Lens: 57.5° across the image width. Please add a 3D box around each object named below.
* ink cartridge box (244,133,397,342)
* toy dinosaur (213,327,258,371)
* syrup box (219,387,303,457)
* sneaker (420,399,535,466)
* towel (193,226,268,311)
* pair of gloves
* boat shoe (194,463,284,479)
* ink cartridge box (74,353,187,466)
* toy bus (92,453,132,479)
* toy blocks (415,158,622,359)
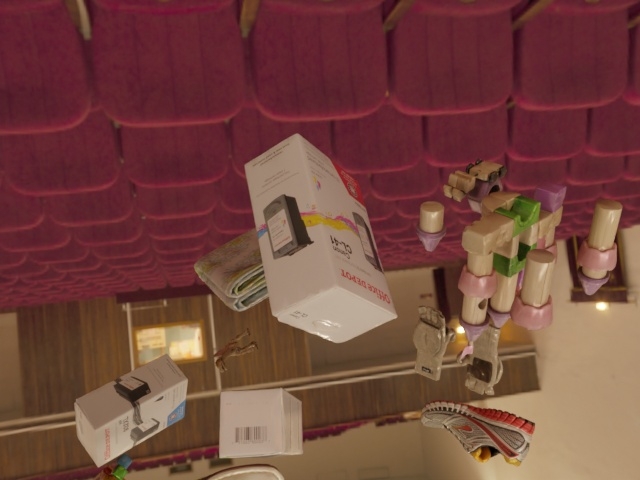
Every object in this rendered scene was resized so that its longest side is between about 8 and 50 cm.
[{"bbox_3d":[0.000,0.000,1.028,0.131,0.306,0.226,-28,148,22],"label":"ink cartridge box"},{"bbox_3d":[-0.188,0.230,1.264,0.093,0.053,0.183,-24,-177,1],"label":"toy dinosaur"},{"bbox_3d":[-0.088,0.298,0.934,0.093,0.096,0.237,-4,158,4],"label":"syrup box"},{"bbox_3d":[0.271,0.348,1.060,0.088,0.092,0.225,30,159,-34],"label":"sneaker"},{"bbox_3d":[-0.131,0.031,1.440,0.320,0.090,0.374,-27,-162,-17],"label":"towel"},{"bbox_3d":[0.347,0.277,1.478,0.240,0.204,0.042,9,-156,38],"label":"pair of gloves"},{"bbox_3d":[-0.227,0.544,1.213,0.324,0.116,0.097,-25,180,-2],"label":"boat shoe"},{"bbox_3d":[-0.581,0.523,1.807,0.307,0.129,0.223,-24,144,-38],"label":"ink cartridge box"},{"bbox_3d":[-0.541,0.658,1.456,0.191,0.104,0.202,-32,-163,38],"label":"toy bus"},{"bbox_3d":[0.338,0.045,1.076,0.288,0.260,0.309,-28,-141,-33],"label":"toy blocks"}]
